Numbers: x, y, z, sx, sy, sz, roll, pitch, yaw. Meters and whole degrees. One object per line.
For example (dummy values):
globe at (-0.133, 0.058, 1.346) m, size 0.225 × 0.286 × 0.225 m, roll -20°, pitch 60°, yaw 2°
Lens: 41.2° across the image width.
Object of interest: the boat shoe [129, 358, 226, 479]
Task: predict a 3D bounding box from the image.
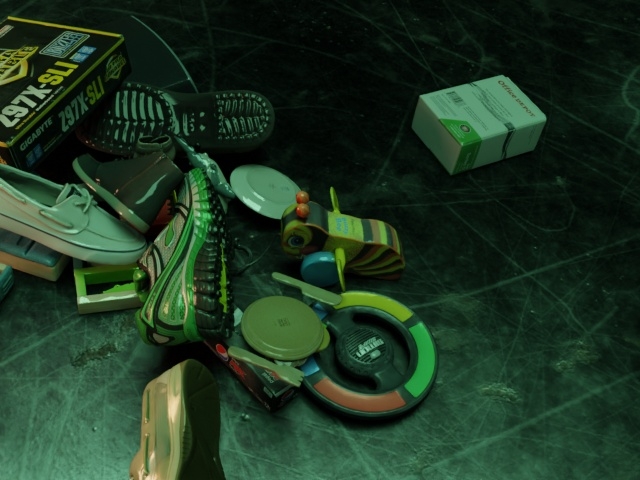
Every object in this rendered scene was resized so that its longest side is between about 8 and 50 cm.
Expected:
boat shoe at (-0.190, 0.299, 1.099) m, size 0.098 × 0.109 × 0.302 m, roll -25°, pitch 47°, yaw 20°

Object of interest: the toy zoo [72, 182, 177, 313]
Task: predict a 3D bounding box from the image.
toy zoo at (-0.311, -0.015, 1.391) m, size 0.192 × 0.030 × 0.293 m, roll -6°, pitch 50°, yaw -15°

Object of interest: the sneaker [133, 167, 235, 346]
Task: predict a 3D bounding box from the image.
sneaker at (-0.213, 0.013, 1.277) m, size 0.146 × 0.134 × 0.344 m, roll -12°, pitch 40°, yaw 5°

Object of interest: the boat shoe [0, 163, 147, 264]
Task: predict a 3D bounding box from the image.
boat shoe at (-0.386, -0.045, 1.287) m, size 0.267 × 0.088 × 0.096 m, roll 22°, pitch 27°, yaw -8°

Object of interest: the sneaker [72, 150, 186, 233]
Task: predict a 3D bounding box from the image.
sneaker at (-0.300, -0.104, 1.352) m, size 0.118 × 0.083 × 0.222 m, roll -48°, pitch 51°, yaw -7°

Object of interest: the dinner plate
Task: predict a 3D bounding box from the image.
dinner plate at (-0.089, -0.090, 1.480) m, size 0.141 × 0.017 × 0.141 m, roll 20°, pitch 37°, yaw -16°

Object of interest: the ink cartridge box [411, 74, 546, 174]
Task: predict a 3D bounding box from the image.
ink cartridge box at (0.308, -0.228, 1.655) m, size 0.208 × 0.087 × 0.153 m, roll -17°, pitch 54°, yaw -23°

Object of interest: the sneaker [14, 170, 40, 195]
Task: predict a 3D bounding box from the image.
sneaker at (-0.561, -0.070, 1.375) m, size 0.240 × 0.091 × 0.126 m, roll -6°, pitch 19°, yaw -2°

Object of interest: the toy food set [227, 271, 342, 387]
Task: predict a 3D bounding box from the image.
toy food set at (-0.053, 0.134, 1.244) m, size 0.132 × 0.038 × 0.192 m, roll 22°, pitch 41°, yaw 8°

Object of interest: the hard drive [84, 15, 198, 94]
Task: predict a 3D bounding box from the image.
hard drive at (-0.366, -0.343, 1.656) m, size 0.172 × 0.054 × 0.255 m, roll -25°, pitch 58°, yaw -29°

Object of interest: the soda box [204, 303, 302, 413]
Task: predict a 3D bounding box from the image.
soda box at (-0.103, 0.169, 1.250) m, size 0.060 × 0.053 × 0.169 m, roll -31°, pitch 61°, yaw -32°

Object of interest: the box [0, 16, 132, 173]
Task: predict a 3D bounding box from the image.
box at (-0.509, -0.249, 1.418) m, size 0.257 × 0.079 × 0.322 m, roll 15°, pitch 47°, yaw 19°

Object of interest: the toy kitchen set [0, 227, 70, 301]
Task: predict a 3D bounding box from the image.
toy kitchen set at (-0.470, 0.030, 1.230) m, size 0.122 × 0.166 × 0.207 m, roll 17°, pitch 48°, yaw 5°

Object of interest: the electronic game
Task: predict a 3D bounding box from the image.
electronic game at (0.066, 0.168, 1.286) m, size 0.229 × 0.048 × 0.229 m, roll 6°, pitch 48°, yaw -6°

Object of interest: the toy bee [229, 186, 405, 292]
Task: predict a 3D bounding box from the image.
toy bee at (0.000, 0.000, 1.349) m, size 0.298 × 0.162 × 0.195 m, roll -14°, pitch 55°, yaw -22°

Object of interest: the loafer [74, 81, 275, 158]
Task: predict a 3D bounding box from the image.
loafer at (-0.258, -0.196, 1.522) m, size 0.365 × 0.130 × 0.134 m, roll 5°, pitch 81°, yaw 6°

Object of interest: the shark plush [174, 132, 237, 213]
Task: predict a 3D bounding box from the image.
shark plush at (-0.199, -0.106, 1.429) m, size 0.067 × 0.161 × 0.073 m, roll -30°, pitch 17°, yaw -11°

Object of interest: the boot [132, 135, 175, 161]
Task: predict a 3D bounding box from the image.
boot at (-0.299, -0.133, 1.419) m, size 0.118 × 0.087 × 0.042 m, roll -20°, pitch 53°, yaw -27°
